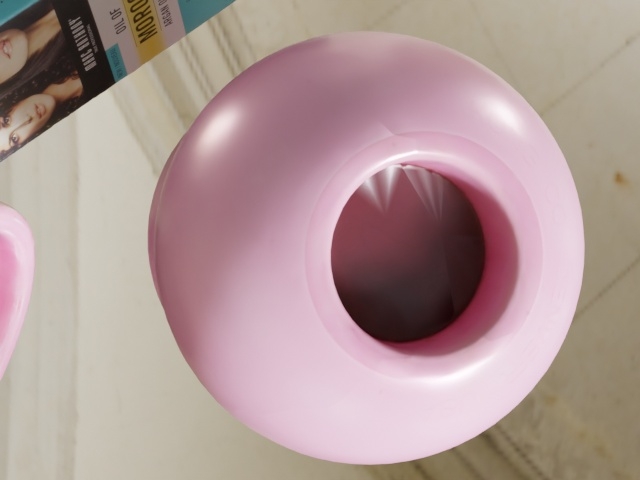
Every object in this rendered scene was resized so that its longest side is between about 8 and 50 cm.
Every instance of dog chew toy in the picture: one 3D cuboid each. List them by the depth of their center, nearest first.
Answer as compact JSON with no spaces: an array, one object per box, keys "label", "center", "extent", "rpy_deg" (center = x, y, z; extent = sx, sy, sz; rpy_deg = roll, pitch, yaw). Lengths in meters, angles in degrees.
[{"label":"dog chew toy","center":[0.000,0.000,0.849],"extent":[0.206,0.332,0.206],"rpy_deg":[-1,-87,-16]}]

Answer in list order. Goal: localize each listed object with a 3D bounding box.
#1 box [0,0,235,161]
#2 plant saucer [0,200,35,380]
[{"label":"box","center":[-0.121,-0.142,0.881],"extent":[0.244,0.100,0.060],"rpy_deg":[-37,-118,-15]},{"label":"plant saucer","center":[-0.311,0.105,1.042],"extent":[0.084,0.332,0.332],"rpy_deg":[30,-120,9]}]
